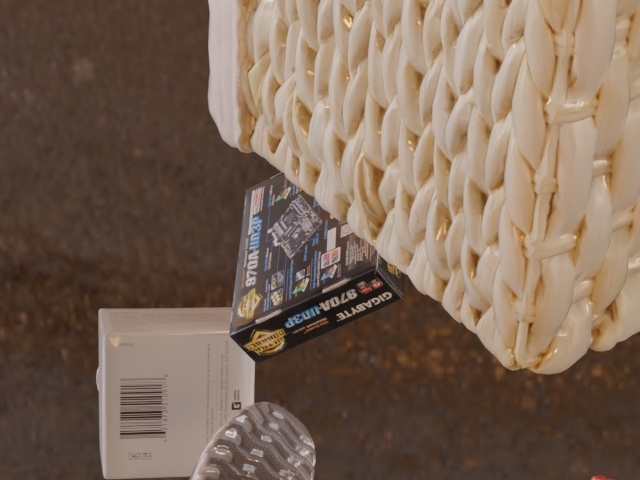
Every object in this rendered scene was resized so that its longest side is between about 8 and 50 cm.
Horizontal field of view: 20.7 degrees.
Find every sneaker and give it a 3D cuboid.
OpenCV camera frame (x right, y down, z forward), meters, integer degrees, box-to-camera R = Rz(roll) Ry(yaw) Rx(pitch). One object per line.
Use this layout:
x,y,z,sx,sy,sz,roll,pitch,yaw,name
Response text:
-0.104,0.261,1.597,0.105,0.115,0.281,42,51,-8,sneaker

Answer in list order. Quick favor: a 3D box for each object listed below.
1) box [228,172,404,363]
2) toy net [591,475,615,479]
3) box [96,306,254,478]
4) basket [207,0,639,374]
0.000,0.000,1.747,0.175,0.051,0.220,-25,36,24,box
0.158,0.215,1.208,0.045,0.122,0.232,-6,10,-27,toy net
-0.172,0.178,2.076,0.182,0.181,0.119,-1,14,-10,box
0.148,-0.169,0.814,0.328,0.331,0.266,-18,40,-28,basket
